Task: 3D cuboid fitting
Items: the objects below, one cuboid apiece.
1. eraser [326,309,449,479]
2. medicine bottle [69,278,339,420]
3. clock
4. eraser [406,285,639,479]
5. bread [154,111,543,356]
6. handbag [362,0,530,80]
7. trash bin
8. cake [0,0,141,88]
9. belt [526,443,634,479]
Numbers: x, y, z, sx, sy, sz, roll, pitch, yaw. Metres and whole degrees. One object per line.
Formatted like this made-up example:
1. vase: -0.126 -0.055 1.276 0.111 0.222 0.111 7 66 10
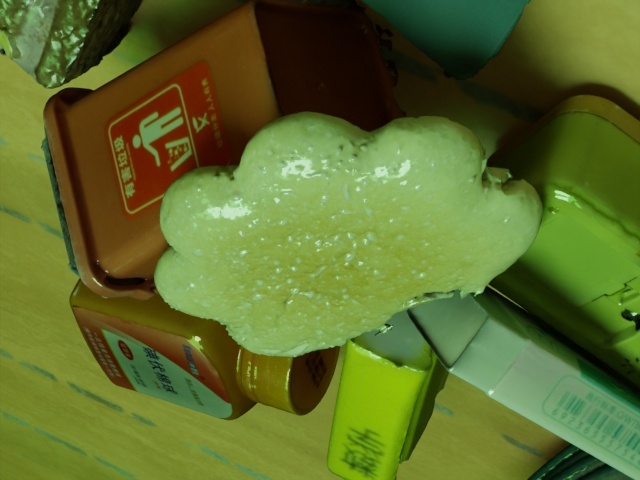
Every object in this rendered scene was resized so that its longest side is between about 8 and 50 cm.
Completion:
1. eraser: 0.067 0.087 1.026 0.069 0.158 0.226 21 147 10
2. medicine bottle: -0.102 0.083 1.196 0.222 0.112 0.149 14 145 24
3. clock: 0.204 0.007 0.864 0.202 0.096 0.143 35 145 -10
4. eraser: 0.169 0.101 0.897 0.225 0.052 0.095 31 -168 -25
5. bread: 0.000 0.000 0.802 0.250 0.039 0.182 -26 136 32
6. handbag: 0.078 -0.199 0.724 0.144 0.057 0.221 36 149 3
7. trash bin: -0.056 -0.064 0.903 0.184 0.161 0.238 -1 161 -46
8. cake: -0.168 -0.215 0.852 0.116 0.113 0.295 29 143 1
9. belt: 0.265 0.277 1.000 0.173 0.300 0.436 38 144 -16
